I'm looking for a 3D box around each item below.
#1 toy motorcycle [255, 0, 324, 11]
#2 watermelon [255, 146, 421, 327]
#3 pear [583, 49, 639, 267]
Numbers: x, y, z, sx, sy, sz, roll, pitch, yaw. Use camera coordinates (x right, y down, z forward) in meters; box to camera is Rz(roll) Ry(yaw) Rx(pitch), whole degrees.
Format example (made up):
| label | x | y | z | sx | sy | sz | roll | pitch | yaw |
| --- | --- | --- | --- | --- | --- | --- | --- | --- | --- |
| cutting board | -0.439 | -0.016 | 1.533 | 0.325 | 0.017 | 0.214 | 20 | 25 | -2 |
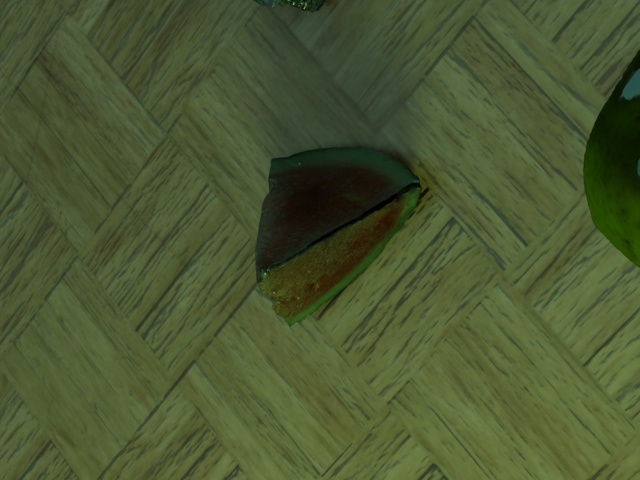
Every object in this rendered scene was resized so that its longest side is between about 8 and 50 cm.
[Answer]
| label | x | y | z | sx | sy | sz | roll | pitch | yaw |
| --- | --- | --- | --- | --- | --- | --- | --- | --- | --- |
| toy motorcycle | -0.112 | -0.324 | 1.765 | 0.270 | 0.159 | 0.106 | 45 | 115 | 24 |
| watermelon | 0.015 | 0.004 | 1.727 | 0.207 | 0.202 | 0.136 | -17 | 125 | 37 |
| pear | 0.350 | -0.075 | 1.399 | 0.176 | 0.282 | 0.286 | 39 | 117 | 34 |
